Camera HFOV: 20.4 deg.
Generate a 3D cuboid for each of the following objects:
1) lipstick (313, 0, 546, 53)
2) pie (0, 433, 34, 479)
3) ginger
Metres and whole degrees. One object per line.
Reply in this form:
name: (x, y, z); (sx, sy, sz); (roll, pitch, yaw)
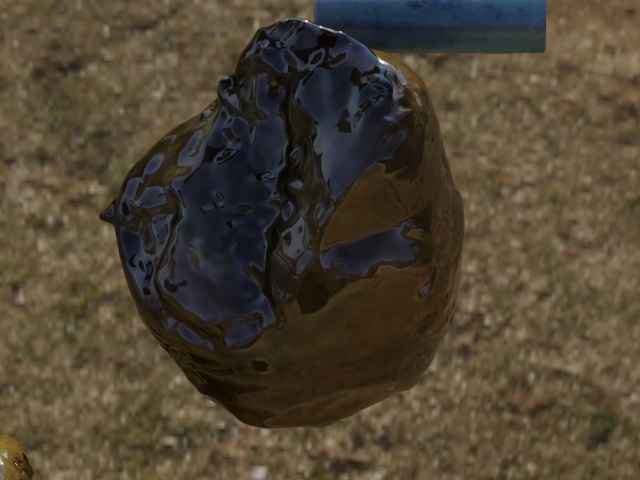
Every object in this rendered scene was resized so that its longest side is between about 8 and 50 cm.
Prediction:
lipstick: (0.075, -0.151, 1.218); (0.157, 0.048, 0.048); (0, 45, 6)
pie: (-0.361, 0.336, 1.897); (0.069, 0.273, 0.273); (17, 45, -8)
ginger: (0.002, 0.002, 1.204); (0.269, 0.223, 0.200); (-41, 55, 18)
